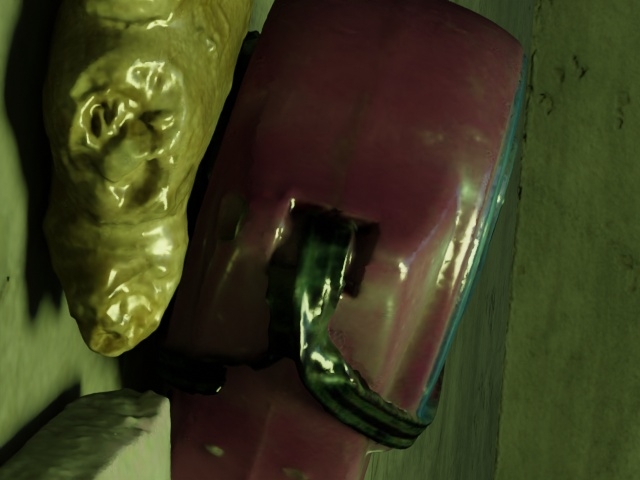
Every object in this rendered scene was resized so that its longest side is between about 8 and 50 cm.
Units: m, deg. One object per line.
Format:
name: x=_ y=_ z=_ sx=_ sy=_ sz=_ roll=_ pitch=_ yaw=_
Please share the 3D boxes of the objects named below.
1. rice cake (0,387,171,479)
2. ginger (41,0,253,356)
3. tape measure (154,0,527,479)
rice cake: x=-0.110 y=0.144 z=0.628 sx=0.298 sy=0.050 sz=0.106 roll=-48 pitch=141 yaw=-70
ginger: x=-0.069 y=-0.070 z=0.701 sx=0.137 sy=0.074 sz=0.213 roll=74 pitch=30 yaw=-60
tape measure: x=0.000 y=0.000 z=0.835 sx=0.245 sy=0.149 sz=0.232 roll=-71 pitch=177 yaw=-45
